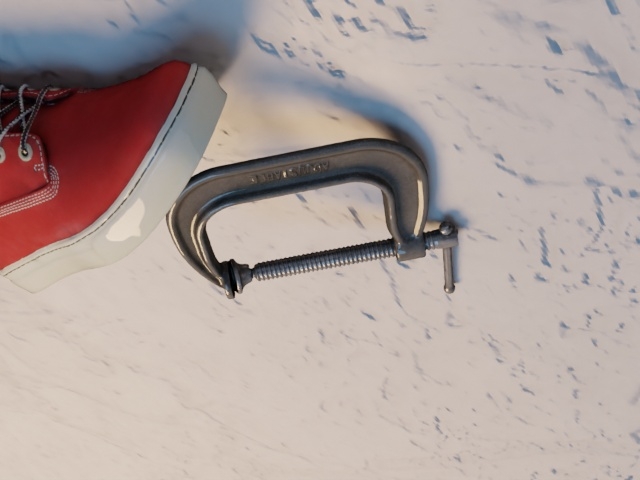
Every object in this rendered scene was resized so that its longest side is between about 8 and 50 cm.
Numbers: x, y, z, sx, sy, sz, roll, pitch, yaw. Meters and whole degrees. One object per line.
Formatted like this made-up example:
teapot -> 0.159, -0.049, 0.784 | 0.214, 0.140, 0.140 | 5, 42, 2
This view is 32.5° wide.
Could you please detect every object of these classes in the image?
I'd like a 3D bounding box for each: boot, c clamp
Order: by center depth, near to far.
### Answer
boot -> -0.172, -0.062, 0.579 | 0.176, 0.088, 0.244 | 37, 144, -23
c clamp -> 0.000, 0.000, 0.598 | 0.160, 0.022, 0.137 | -7, 140, -3
